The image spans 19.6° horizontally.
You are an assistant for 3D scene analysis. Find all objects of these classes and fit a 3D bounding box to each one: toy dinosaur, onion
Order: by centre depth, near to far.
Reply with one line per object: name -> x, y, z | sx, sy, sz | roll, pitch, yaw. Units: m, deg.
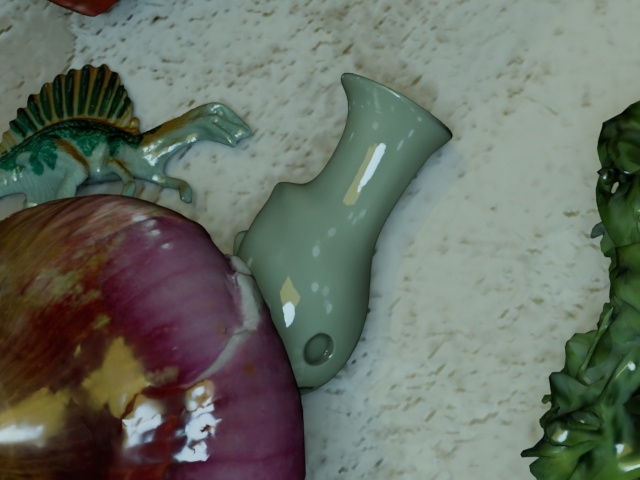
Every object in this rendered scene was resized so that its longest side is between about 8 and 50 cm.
onion -> -0.119, 0.088, 0.829 | 0.230, 0.163, 0.230 | 2, 94, 29
toy dinosaur -> -0.135, -0.047, 0.954 | 0.187, 0.044, 0.106 | 10, 67, 26

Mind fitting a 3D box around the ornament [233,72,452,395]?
ornament -> 0.000, 0.000, 0.896 | 0.081, 0.075, 0.156 | 27, 86, 21

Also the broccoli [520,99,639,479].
broccoli -> 0.219, 0.025, 0.750 | 0.248, 0.245, 0.288 | 10, 100, 10

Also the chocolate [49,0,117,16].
chocolate -> -0.112, -0.328, 0.916 | 0.360, 0.161, 0.341 | -41, 64, 5
